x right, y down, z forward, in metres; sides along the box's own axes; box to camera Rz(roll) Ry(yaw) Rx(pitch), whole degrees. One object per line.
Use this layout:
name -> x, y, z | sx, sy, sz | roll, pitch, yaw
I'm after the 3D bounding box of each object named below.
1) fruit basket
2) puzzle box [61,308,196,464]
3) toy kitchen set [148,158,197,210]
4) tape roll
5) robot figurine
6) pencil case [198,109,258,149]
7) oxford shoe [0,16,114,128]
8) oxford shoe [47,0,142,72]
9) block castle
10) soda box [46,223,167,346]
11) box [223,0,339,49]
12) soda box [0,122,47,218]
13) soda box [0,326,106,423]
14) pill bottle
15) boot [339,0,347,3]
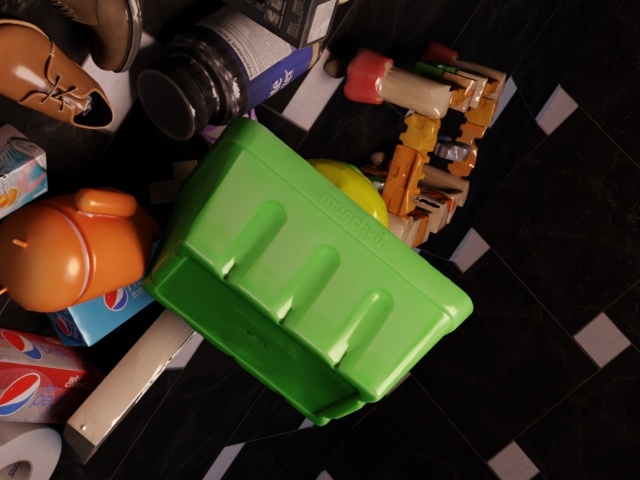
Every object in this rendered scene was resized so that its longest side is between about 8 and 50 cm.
fruit basket -> 0.000, 0.000, 1.244 | 0.392, 0.392, 0.283 | -41, -179, -34
puzzle box -> -0.221, 0.142, 1.430 | 0.409, 0.052, 0.272 | -50, -179, -24
toy kitchen set -> -0.202, -0.070, 1.336 | 0.068, 0.075, 0.083 | -8, 104, -14
tape roll -> -0.459, 0.322, 1.324 | 0.219, 0.072, 0.219 | -47, 160, -23
robot figurine -> -0.282, 0.007, 1.121 | 0.219, 0.158, 0.128 | -24, 103, -56
pencil case -> -0.119, -0.125, 1.349 | 0.088, 0.086, 0.206 | -18, 154, 0
oxford shoe -> -0.268, -0.158, 0.952 | 0.076, 0.076, 0.212 | -55, 159, 7
oxford shoe -> -0.226, -0.243, 0.929 | 0.096, 0.083, 0.227 | -25, 150, -20
block castle -> 0.140, -0.179, 1.684 | 0.453, 0.212, 0.303 | -29, 137, -64
soda box -> -0.262, 0.056, 1.302 | 0.210, 0.067, 0.071 | -38, 112, -39
box -> -0.047, -0.340, 0.992 | 0.059, 0.183, 0.233 | -35, 152, -45
soda box -> -0.358, -0.042, 0.954 | 0.183, 0.063, 0.058 | -39, 156, -36
soda box -> -0.381, 0.170, 1.229 | 0.092, 0.083, 0.263 | -53, 162, 0
pill bottle -> -0.107, -0.213, 1.162 | 0.219, 0.123, 0.123 | -41, 157, -32
boot -> 0.062, -0.427, 1.266 | 0.213, 0.077, 0.165 | -47, 158, -11
